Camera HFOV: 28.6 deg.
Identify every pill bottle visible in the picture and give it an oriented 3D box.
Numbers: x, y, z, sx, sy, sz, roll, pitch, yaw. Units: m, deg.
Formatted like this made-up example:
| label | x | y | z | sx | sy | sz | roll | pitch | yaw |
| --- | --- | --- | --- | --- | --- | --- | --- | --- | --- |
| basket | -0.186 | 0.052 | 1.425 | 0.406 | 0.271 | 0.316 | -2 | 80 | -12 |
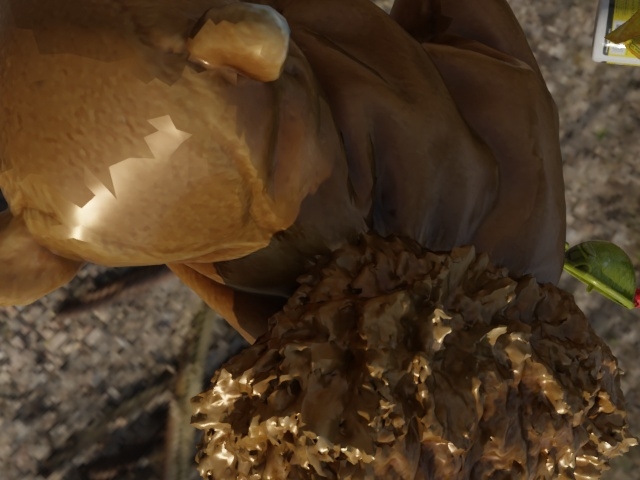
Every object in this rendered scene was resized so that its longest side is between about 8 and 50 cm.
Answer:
| label | x | y | z | sx | sy | sz | roll | pitch | yaw |
| --- | --- | --- | --- | --- | --- | --- | --- | --- | --- |
| pill bottle | 0.304 | -0.186 | 1.122 | 0.065 | 0.116 | 0.065 | 8 | 90 | -81 |

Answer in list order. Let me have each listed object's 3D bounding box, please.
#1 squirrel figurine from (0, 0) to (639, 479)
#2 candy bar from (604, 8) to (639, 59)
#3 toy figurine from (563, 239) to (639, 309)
| label | x | y | z | sx | sy | sz | roll | pitch | yaw |
| --- | --- | --- | --- | --- | --- | --- | --- | --- | --- |
| squirrel figurine | 0.000 | 0.000 | 0.656 | 0.281 | 0.397 | 0.370 | -33 | 161 | 15 |
| candy bar | 0.231 | -0.078 | 0.709 | 0.040 | 0.161 | 0.018 | -36 | 158 | -16 |
| toy figurine | 0.492 | 0.024 | 1.667 | 0.363 | 0.191 | 0.217 | 33 | 105 | -21 |
